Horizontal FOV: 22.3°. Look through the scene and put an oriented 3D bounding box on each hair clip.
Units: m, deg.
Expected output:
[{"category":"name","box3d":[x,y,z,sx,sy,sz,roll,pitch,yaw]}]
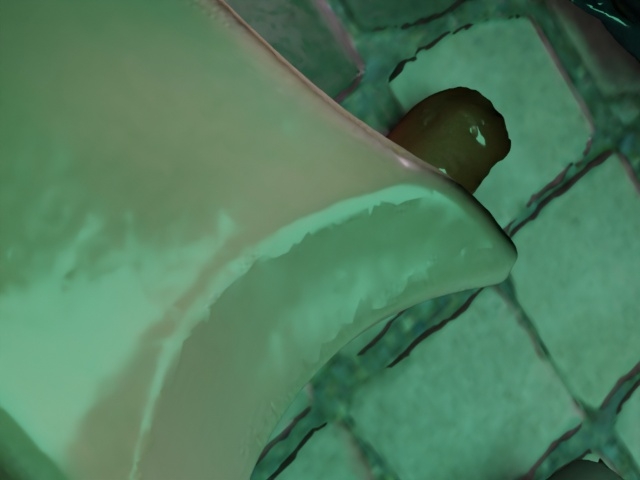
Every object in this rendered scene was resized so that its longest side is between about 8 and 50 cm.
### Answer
[{"category":"hair clip","box3d":[-0.092,-0.034,0.487,0.172,0.113,0.282,-50,117,-21]}]

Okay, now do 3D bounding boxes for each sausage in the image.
[{"category":"sausage","box3d":[-0.001,0.000,0.571,0.177,0.040,0.047,-36,107,-24]}]

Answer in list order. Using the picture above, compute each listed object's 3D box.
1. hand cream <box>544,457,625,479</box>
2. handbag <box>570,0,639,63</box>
[{"category":"hand cream","box3d":[0.019,0.173,0.565,0.248,0.083,0.133,-35,104,-16]},{"category":"handbag","box3d":[0.211,-0.163,0.581,0.263,0.241,0.222,47,69,-22]}]
